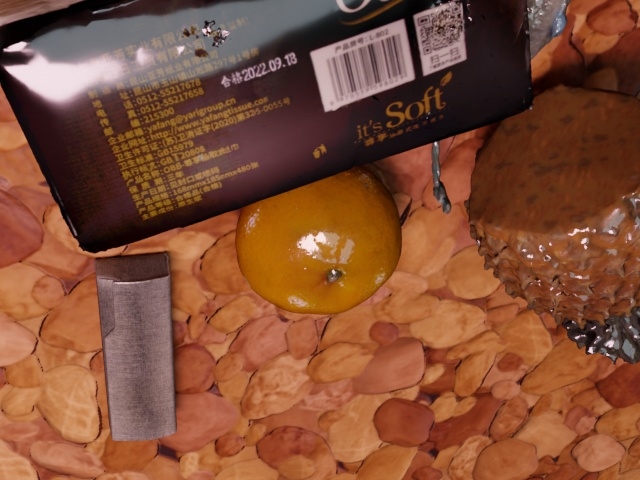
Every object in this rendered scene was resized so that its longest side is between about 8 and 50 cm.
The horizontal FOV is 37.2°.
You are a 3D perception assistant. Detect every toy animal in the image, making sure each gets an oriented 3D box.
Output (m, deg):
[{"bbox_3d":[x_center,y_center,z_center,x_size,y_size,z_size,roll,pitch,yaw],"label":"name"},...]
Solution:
[{"bbox_3d":[0.147,-0.152,0.845,0.070,0.079,0.252,27,112,-8],"label":"toy animal"}]

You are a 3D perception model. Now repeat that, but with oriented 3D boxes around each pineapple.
[{"bbox_3d":[0.275,0.014,0.944,0.202,0.202,0.362,-34,138,6],"label":"pineapple"}]

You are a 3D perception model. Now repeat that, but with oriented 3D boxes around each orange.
[{"bbox_3d":[0.000,0.000,0.873,0.156,0.124,0.156,-10,124,-15],"label":"orange"}]

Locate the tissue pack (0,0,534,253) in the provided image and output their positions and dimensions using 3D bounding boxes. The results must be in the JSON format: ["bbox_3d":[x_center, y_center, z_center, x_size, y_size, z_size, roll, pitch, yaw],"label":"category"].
[{"bbox_3d":[-0.038,-0.158,0.705,0.370,0.198,0.210,-18,124,-6],"label":"tissue pack"}]

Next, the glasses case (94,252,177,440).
[{"bbox_3d":[-0.179,0.109,0.937,0.071,0.047,0.204,-5,125,-14],"label":"glasses case"}]
